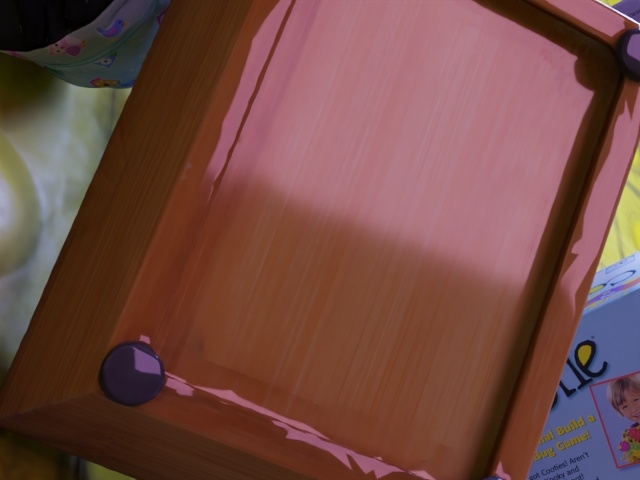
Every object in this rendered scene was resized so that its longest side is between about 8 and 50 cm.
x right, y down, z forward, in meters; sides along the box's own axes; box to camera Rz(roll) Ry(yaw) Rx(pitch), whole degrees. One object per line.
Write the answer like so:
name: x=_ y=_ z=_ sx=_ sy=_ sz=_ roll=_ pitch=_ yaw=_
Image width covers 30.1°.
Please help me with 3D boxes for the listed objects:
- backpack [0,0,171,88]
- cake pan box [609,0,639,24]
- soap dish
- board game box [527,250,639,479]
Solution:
backpack: x=-0.116 y=-0.169 z=0.596 sx=0.115 sy=0.152 sz=0.182 roll=14 pitch=62 yaw=-56
cake pan box: x=0.187 y=-0.112 z=0.823 sx=0.070 sy=0.267 sz=0.246 roll=62 pitch=7 yaw=2
soap dish: x=0.020 y=-0.012 z=0.534 sx=0.229 sy=0.118 sz=0.291 roll=25 pitch=78 yaw=-16
board game box: x=0.214 y=0.168 z=0.800 sx=0.275 sy=0.144 sz=0.142 roll=63 pitch=16 yaw=-2
